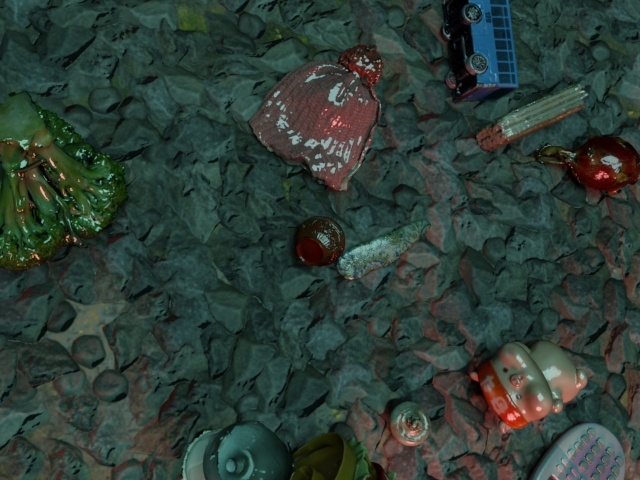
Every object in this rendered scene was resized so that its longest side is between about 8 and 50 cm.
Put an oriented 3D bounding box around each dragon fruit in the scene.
[{"bbox_3d":[0.588,-0.175,1.664,0.246,0.125,0.125,13,90,2],"label":"dragon fruit"}]

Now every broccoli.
[{"bbox_3d":[-0.484,-0.099,1.229,0.304,0.283,0.321,27,55,0],"label":"broccoli"}]

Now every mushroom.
[{"bbox_3d":[0.176,0.351,1.452,0.085,0.079,0.085,4,77,-18],"label":"mushroom"}]

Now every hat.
[{"bbox_3d":[0.022,-0.266,1.497,0.237,0.107,0.286,34,96,-9],"label":"hat"}]

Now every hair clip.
[{"bbox_3d":[0.134,0.012,1.522,0.229,0.036,0.066,-27,96,-19],"label":"hair clip"}]

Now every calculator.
[{"bbox_3d":[0.517,0.508,1.549,0.185,0.041,0.299,44,69,-5],"label":"calculator"}]

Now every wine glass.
[{"bbox_3d":[-0.136,0.368,1.232,0.143,0.321,0.143,6,72,-18],"label":"wine glass"}]

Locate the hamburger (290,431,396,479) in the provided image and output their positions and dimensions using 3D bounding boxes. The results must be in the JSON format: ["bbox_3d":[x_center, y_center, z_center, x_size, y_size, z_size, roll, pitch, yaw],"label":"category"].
[{"bbox_3d":[0.027,0.486,1.289,0.212,0.274,0.274,45,71,-13],"label":"hamburger"}]

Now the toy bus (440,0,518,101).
[{"bbox_3d":[0.343,-0.424,1.623,0.134,0.116,0.233,-2,83,-18],"label":"toy bus"}]

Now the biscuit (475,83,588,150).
[{"bbox_3d":[0.456,-0.264,1.630,0.239,0.108,0.061,-25,91,-19],"label":"biscuit"}]

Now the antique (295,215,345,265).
[{"bbox_3d":[0.000,0.000,1.452,0.104,0.104,0.104,3,80,-16],"label":"antique"}]

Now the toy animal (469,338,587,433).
[{"bbox_3d":[0.404,0.278,1.498,0.198,0.171,0.171,-20,87,-23],"label":"toy animal"}]
